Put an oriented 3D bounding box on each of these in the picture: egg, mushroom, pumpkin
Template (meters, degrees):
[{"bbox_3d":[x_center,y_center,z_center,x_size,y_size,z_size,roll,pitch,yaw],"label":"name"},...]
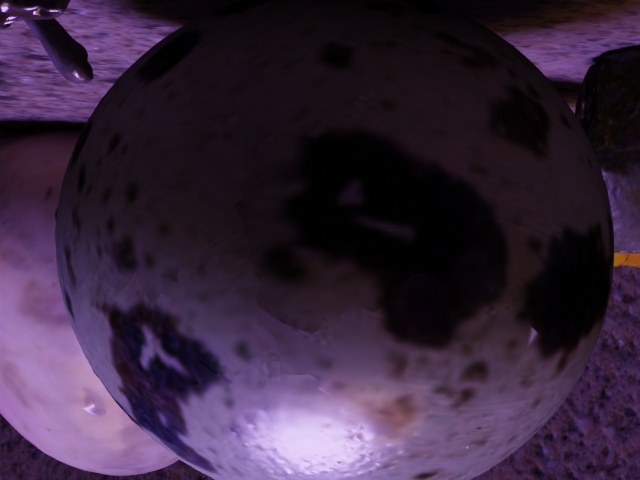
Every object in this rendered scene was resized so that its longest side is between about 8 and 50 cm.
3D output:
[{"bbox_3d":[0.000,0.000,1.094,0.288,0.287,0.379,5,-171,-22],"label":"egg"},{"bbox_3d":[-0.196,0.053,1.868,0.353,0.353,0.325,4,-168,-4],"label":"mushroom"},{"bbox_3d":[0.282,-0.043,1.328,0.222,0.139,0.317,-4,175,39],"label":"pumpkin"}]

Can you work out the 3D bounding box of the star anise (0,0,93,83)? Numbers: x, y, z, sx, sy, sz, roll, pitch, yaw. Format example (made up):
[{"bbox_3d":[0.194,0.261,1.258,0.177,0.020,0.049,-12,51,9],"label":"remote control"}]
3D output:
[{"bbox_3d":[-0.183,-0.126,0.810,0.209,0.089,0.231,15,173,14],"label":"star anise"}]
